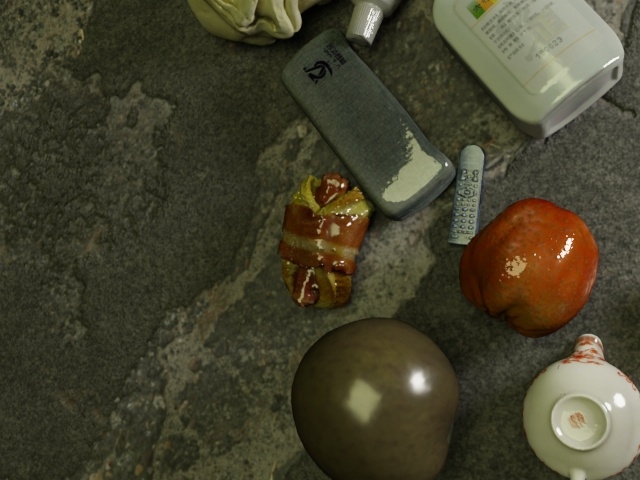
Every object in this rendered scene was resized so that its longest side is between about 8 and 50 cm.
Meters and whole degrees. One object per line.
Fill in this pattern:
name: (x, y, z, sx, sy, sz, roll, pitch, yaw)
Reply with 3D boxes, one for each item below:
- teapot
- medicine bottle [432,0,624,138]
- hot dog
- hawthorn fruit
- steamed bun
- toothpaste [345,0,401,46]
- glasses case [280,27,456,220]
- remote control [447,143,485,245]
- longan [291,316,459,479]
teapot: (0.349, 0.251, 1.117, 0.159, 0.116, 0.245, 11, 91, 11)
medicine bottle: (0.277, -0.318, 1.219, 0.179, 0.124, 0.324, -40, 72, 9)
hot dog: (0.000, 0.000, 1.283, 0.146, 0.103, 0.213, 10, 86, 23)
hawthorn fruit: (0.284, 0.035, 1.131, 0.189, 0.189, 0.189, -3, 80, 20)
steamed bun: (-0.088, -0.465, 1.337, 0.289, 0.203, 0.276, 12, 86, 21)
toothpaste: (0.103, -0.435, 1.312, 0.068, 0.099, 0.282, 5, 71, 51)
glasses case: (0.069, -0.182, 1.301, 0.131, 0.074, 0.323, -39, 70, 9)
remote control: (0.222, -0.068, 1.251, 0.043, 0.027, 0.152, 8, 86, 16)
longan: (0.081, 0.232, 1.154, 0.248, 0.248, 0.248, -3, 80, 20)
